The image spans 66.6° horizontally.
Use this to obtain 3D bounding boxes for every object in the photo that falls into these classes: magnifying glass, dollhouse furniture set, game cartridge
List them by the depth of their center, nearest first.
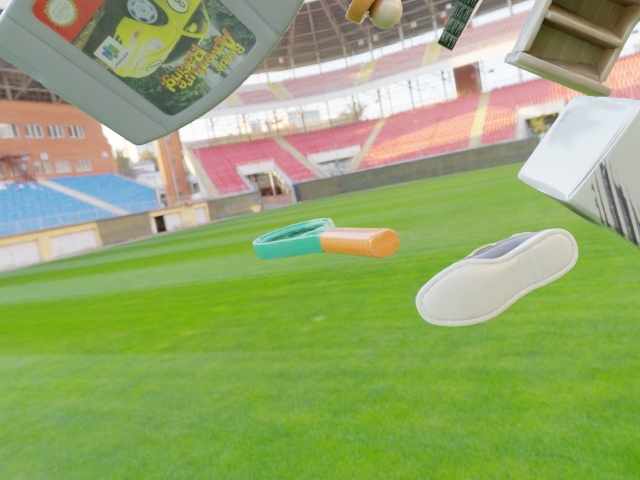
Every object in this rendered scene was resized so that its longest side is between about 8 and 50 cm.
[{"bbox_3d":[-0.156,-0.213,0.461,0.294,0.060,0.196,-29,-43,32],"label":"game cartridge"},{"bbox_3d":[0.000,0.000,0.492,0.092,0.026,0.231,-21,9,-25],"label":"magnifying glass"},{"bbox_3d":[0.434,-0.330,0.630,0.362,0.257,0.394,18,19,-6],"label":"dollhouse furniture set"}]

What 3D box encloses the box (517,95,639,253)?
[{"bbox_3d":[0.331,-0.019,0.442,0.275,0.094,0.113,29,16,-8],"label":"box"}]

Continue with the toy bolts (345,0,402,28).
[{"bbox_3d":[0.125,-0.510,0.855,0.228,0.158,0.218,-49,9,50],"label":"toy bolts"}]

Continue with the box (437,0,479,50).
[{"bbox_3d":[0.323,-0.520,0.998,0.045,0.184,0.191,28,-25,3],"label":"box"}]

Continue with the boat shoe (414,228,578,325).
[{"bbox_3d":[0.315,0.066,0.912,0.324,0.117,0.096,-24,4,-9],"label":"boat shoe"}]
